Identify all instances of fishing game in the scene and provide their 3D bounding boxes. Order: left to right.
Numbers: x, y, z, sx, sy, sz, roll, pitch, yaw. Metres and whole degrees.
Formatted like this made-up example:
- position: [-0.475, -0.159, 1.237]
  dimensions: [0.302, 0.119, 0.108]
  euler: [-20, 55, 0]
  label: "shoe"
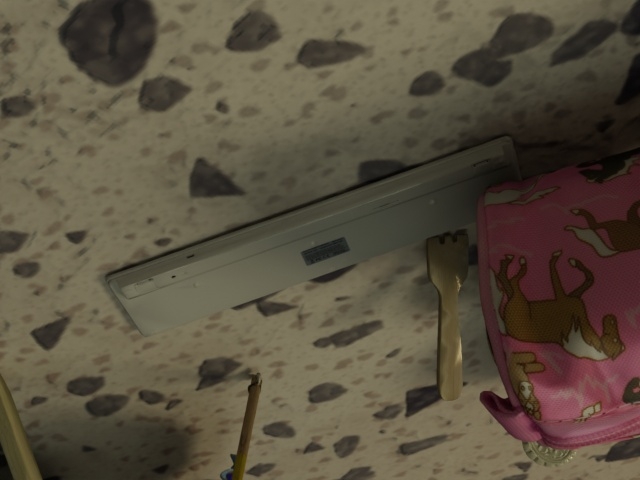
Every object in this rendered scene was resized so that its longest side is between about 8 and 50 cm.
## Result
- position: [-0.087, 0.234, 1.130]
  dimensions: [0.041, 0.189, 0.264]
  euler: [15, 123, -2]
  label: "fishing game"

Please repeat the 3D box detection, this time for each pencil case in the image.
- position: [0.275, 0.011, 0.940]
  dimensions: [0.386, 0.167, 0.160]
  euler: [-12, 110, 12]
  label: "pencil case"

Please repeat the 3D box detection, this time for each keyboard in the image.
- position: [0.000, 0.000, 1.019]
  dimensions: [0.256, 0.014, 0.072]
  euler: [-19, 151, 4]
  label: "keyboard"

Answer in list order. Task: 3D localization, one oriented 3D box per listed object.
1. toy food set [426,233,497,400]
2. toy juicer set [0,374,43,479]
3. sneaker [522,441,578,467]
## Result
- position: [0.166, 0.045, 1.075]
  dimensions: [0.192, 0.038, 0.132]
  euler: [-7, 107, -14]
  label: "toy food set"
- position: [-0.188, 0.253, 1.118]
  dimensions: [0.089, 0.209, 0.329]
  euler: [-20, 148, -11]
  label: "toy juicer set"
- position: [0.169, 0.072, 1.162]
  dimensions: [0.058, 0.084, 0.152]
  euler: [6, 112, 9]
  label: "sneaker"
